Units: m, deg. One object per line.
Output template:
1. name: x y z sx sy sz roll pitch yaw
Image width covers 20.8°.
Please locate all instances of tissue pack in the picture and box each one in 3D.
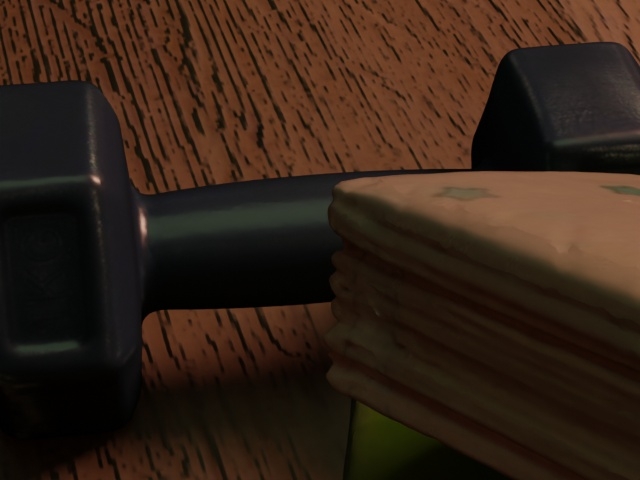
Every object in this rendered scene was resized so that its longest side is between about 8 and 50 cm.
1. tissue pack: 0.156 0.047 0.367 0.170 0.071 0.325 -3 14 -34

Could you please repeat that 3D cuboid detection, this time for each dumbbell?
1. dumbbell: 0.000 0.000 0.777 0.316 0.156 0.143 -5 67 -6

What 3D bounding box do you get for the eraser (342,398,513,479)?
1. eraser: 0.128 0.151 0.522 0.274 0.210 0.092 10 38 9
